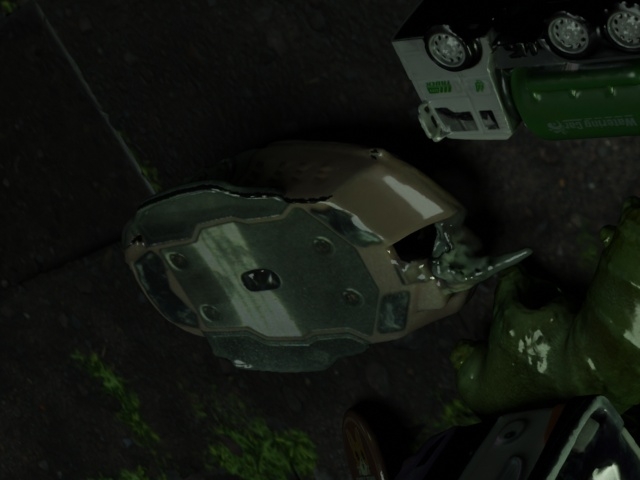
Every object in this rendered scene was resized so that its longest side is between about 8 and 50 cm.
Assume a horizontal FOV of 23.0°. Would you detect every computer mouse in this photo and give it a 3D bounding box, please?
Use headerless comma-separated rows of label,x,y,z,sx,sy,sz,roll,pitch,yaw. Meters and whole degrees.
computer mouse,0.001,-0.004,1.265,0.389,0.115,0.199,-7,130,35

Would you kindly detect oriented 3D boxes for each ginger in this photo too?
ginger,0.192,0.068,1.164,0.290,0.089,0.137,-37,66,55

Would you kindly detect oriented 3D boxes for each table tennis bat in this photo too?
table tennis bat,0.098,0.219,1.419,0.107,0.119,0.170,137,118,-74

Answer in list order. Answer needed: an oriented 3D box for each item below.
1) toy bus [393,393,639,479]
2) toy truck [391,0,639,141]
toy bus,0.207,0.336,1.194,0.249,0.209,0.440,-11,124,49
toy truck,0.175,-0.124,1.030,0.242,0.101,0.125,1,131,39
